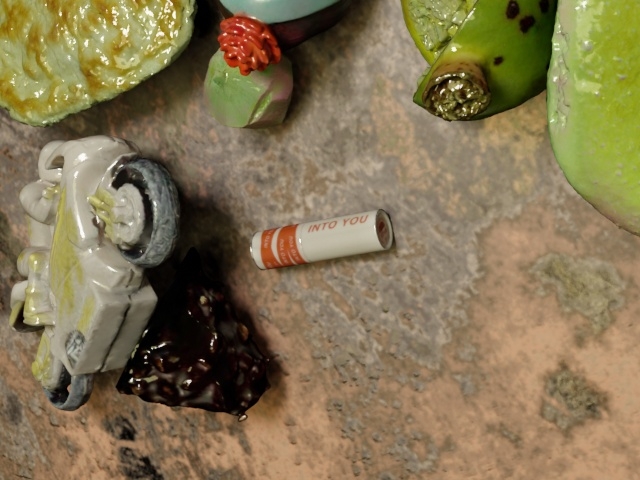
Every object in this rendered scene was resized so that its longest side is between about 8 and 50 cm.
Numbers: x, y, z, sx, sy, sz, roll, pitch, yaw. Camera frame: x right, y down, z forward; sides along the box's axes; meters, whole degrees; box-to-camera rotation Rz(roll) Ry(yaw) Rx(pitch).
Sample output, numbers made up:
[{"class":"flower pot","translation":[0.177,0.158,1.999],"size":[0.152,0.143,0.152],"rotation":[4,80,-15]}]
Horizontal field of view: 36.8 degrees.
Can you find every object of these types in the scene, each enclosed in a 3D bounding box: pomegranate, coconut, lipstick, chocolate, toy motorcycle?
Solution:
[{"class":"pomegranate","translation":[0.127,-0.150,0.721],"size":[0.122,0.169,0.143],"rotation":[13,135,-23]},{"class":"coconut","translation":[-0.064,-0.140,0.855],"size":[0.083,0.081,0.082],"rotation":[7,94,34]},{"class":"lipstick","translation":[0.000,0.000,0.882],"size":[0.131,0.038,0.038],"rotation":[-10,99,28]},{"class":"chocolate","translation":[-0.107,0.109,0.928],"size":[0.133,0.156,0.156],"rotation":[29,116,-7]},{"class":"toy motorcycle","translation":[-0.236,0.011,0.946],"size":[0.223,0.108,0.340],"rotation":[58,134,29]}]

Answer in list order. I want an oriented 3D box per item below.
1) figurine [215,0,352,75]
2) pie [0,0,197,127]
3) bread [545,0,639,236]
[{"class":"figurine","translation":[-0.074,-0.261,0.804],"size":[0.138,0.110,0.245],"rotation":[-34,80,-4]},{"class":"pie","translation":[-0.216,-0.219,0.904],"size":[0.248,0.090,0.201],"rotation":[-17,83,30]},{"class":"bread","translation":[0.300,-0.123,0.652],"size":[0.301,0.045,0.301],"rotation":[2,111,5]}]
